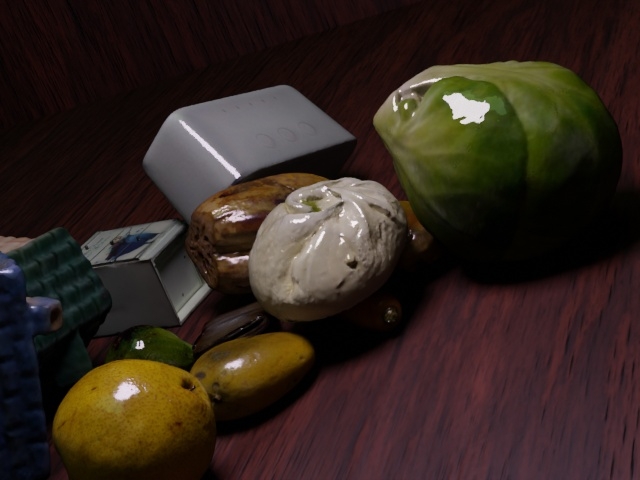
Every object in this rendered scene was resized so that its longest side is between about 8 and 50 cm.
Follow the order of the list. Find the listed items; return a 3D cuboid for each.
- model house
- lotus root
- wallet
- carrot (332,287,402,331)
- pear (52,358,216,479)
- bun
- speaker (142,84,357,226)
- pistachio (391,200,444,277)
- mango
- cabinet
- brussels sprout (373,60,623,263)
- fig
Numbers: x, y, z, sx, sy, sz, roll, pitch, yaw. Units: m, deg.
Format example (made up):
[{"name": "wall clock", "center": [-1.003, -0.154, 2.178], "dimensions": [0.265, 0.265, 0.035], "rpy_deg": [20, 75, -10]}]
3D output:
[{"name": "model house", "center": [-0.525, 0.183, 1.963], "dimensions": [0.400, 0.395, 0.445], "rpy_deg": [-2, 15, 18]}, {"name": "lotus root", "center": [-0.066, -0.008, 2.129], "dimensions": [0.291, 0.193, 0.193], "rpy_deg": [-16, 18, -19]}, {"name": "wallet", "center": [-0.131, 0.133, 1.993], "dimensions": [0.137, 0.031, 0.255], "rpy_deg": [-25, 5, 4]}, {"name": "carrot", "center": [0.046, 0.095, 1.938], "dimensions": [0.067, 0.067, 0.225], "rpy_deg": [-33, 21, -26]}, {"name": "pear", "center": [-0.230, 0.249, 1.654], "dimensions": [0.209, 0.209, 0.209], "rpy_deg": [-20, 21, 8]}, {"name": "bun", "center": [0.000, 0.000, 1.906], "dimensions": [0.259, 0.160, 0.259], "rpy_deg": [-26, 17, 9]}, {"name": "speaker", "center": [-0.126, -0.151, 2.340], "dimensions": [0.406, 0.184, 0.183], "rpy_deg": [-22, -27, -55]}, {"name": "pistachio", "center": [0.139, -0.001, 2.039], "dimensions": [0.110, 0.100, 0.189], "rpy_deg": [-6, 21, -13]}, {"name": "mango", "center": [-0.096, 0.183, 1.826], "dimensions": [0.195, 0.098, 0.137], "rpy_deg": [-28, 17, -28]}, {"name": "cabinet", "center": [-0.320, 0.063, 2.269], "dimensions": [0.206, 0.150, 0.145], "rpy_deg": [-9, 24, 30]}, {"name": "brussels sprout", "center": [0.255, -0.121, 1.910], "dimensions": [0.355, 0.289, 0.281], "rpy_deg": [34, 53, 17]}, {"name": "fig", "center": [-0.249, 0.192, 1.974], "dimensions": [0.156, 0.123, 0.123], "rpy_deg": [12, -1, -35]}]
